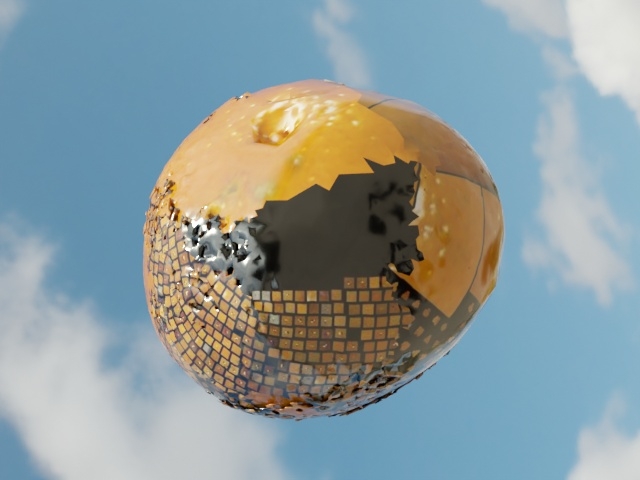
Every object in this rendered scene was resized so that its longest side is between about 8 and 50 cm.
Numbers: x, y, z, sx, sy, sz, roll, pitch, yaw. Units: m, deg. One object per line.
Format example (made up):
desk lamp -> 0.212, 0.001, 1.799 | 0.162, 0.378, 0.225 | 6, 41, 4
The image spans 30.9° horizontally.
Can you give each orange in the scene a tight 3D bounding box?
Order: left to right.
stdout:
orange -> 0.000, 0.000, 0.723 | 0.234, 0.234, 0.182 | -54, -47, -50
